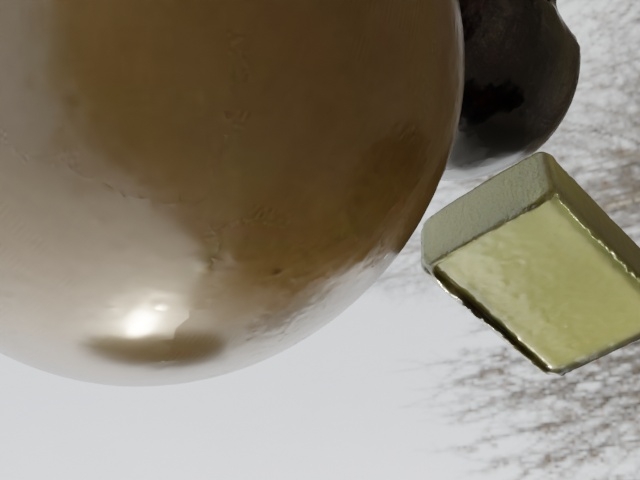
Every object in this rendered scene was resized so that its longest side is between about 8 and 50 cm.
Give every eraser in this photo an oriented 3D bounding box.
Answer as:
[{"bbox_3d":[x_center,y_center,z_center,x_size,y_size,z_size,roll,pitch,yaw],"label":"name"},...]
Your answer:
[{"bbox_3d":[0.169,0.023,0.732,0.172,0.117,0.058,38,-147,-31],"label":"eraser"}]

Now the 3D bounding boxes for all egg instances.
[{"bbox_3d":[-0.084,-0.078,0.512,0.301,0.374,0.301,10,-113,-26],"label":"egg"}]

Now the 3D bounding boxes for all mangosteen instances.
[{"bbox_3d":[0.129,-0.205,0.915,0.275,0.275,0.302,21,-80,-48],"label":"mangosteen"}]
